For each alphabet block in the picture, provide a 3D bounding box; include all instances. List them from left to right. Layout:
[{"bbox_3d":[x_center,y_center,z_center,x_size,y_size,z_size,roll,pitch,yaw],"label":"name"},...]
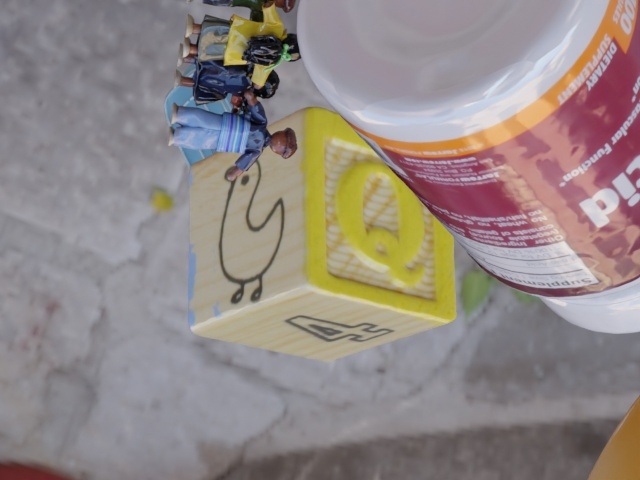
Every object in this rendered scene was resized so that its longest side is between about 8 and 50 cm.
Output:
[{"bbox_3d":[0.000,0.000,1.768,0.193,0.192,0.197,12,157,-37],"label":"alphabet block"}]

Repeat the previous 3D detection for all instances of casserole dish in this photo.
[{"bbox_3d":[-0.125,-0.127,2.098,0.114,0.188,0.037,-38,161,33],"label":"casserole dish"}]

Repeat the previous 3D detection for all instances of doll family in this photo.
[{"bbox_3d":[-0.065,-0.144,1.515,0.111,0.076,0.193,6,128,-10],"label":"doll family"}]

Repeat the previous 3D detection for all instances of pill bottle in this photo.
[{"bbox_3d":[0.166,-0.091,1.305,0.224,0.224,0.392,-12,150,25],"label":"pill bottle"}]

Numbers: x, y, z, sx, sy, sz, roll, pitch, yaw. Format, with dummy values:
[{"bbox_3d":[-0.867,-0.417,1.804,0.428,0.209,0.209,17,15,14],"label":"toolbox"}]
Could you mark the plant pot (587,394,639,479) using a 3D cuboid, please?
[{"bbox_3d":[0.225,0.150,0.689,0.188,0.205,0.205,26,154,45],"label":"plant pot"}]
